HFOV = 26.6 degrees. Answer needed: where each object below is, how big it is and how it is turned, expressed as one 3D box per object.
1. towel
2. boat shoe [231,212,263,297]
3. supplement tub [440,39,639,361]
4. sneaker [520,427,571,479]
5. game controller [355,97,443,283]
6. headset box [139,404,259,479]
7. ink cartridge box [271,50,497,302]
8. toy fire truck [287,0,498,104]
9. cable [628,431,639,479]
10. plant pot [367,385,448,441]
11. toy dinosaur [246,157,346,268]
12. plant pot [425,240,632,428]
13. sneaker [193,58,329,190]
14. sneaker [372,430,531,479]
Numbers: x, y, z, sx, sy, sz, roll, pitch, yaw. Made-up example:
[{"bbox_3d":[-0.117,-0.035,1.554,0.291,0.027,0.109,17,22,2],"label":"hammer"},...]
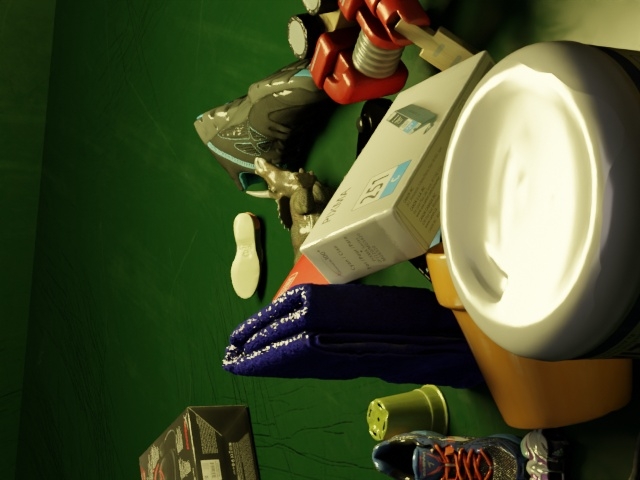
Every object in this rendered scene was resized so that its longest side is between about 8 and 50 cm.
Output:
[{"bbox_3d":[0.072,0.117,1.481,0.228,0.308,0.076,-39,51,56],"label":"towel"},{"bbox_3d":[-0.114,0.024,2.162,0.043,0.049,0.137,3,-95,-74],"label":"boat shoe"},{"bbox_3d":[0.283,-0.025,1.046,0.235,0.325,0.235,-6,83,64],"label":"supplement tub"},{"bbox_3d":[0.246,0.235,1.430,0.069,0.038,0.098,-59,40,46],"label":"sneaker"},{"bbox_3d":[0.120,-0.055,1.667,0.319,0.067,0.166,48,131,55],"label":"game controller"},{"bbox_3d":[-0.206,0.423,2.249,0.293,0.110,0.218,-48,47,53],"label":"headset box"},{"bbox_3d":[0.058,-0.060,1.492,0.261,0.066,0.296,-25,23,42],"label":"ink cartridge box"},{"bbox_3d":[0.092,-0.232,1.604,0.246,0.158,0.217,63,153,27],"label":"toy fire truck"},{"bbox_3d":[0.285,0.267,1.313,0.287,0.072,0.139,-52,56,48],"label":"cable"},{"bbox_3d":[0.103,0.220,1.673,0.083,0.079,0.083,-1,89,63],"label":"plant pot"},{"bbox_3d":[0.000,0.000,1.887,0.160,0.121,0.313,114,143,-60],"label":"toy dinosaur"},{"bbox_3d":[0.224,0.077,1.334,0.205,0.205,0.188,-5,101,63],"label":"plant pot"},{"bbox_3d":[-0.058,-0.175,2.013,0.341,0.125,0.139,-22,96,59],"label":"sneaker"},{"bbox_3d":[0.148,0.259,1.542,0.221,0.087,0.083,-8,80,46],"label":"sneaker"}]
